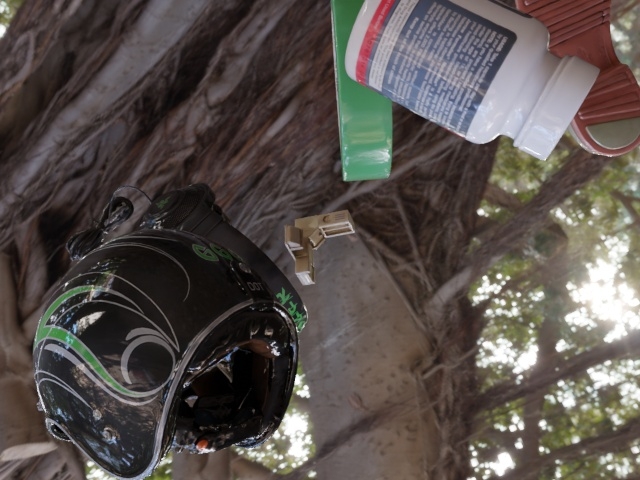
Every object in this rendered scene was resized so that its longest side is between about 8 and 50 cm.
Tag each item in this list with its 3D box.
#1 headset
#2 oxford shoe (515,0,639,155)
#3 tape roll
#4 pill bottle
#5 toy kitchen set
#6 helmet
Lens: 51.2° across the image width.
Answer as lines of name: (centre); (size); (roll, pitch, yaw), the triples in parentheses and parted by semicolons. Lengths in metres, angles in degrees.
headset: (-0.198, 0.039, 0.964); (0.394, 0.243, 0.185); (31, -115, 32)
oxford shoe: (0.386, -0.318, 1.063); (0.146, 0.141, 0.396); (-33, -74, -84)
tape roll: (0.062, -0.257, 1.069); (0.077, 0.321, 0.321); (-4, -129, 2)
pill bottle: (0.121, -0.141, 0.542); (0.180, 0.108, 0.108); (31, -146, 11)
toy kitchen set: (0.000, 0.000, 0.849); (0.068, 0.075, 0.083); (61, -157, -54)
helmet: (-0.113, 0.075, 0.462); (0.162, 0.169, 0.169); (21, -161, 34)
